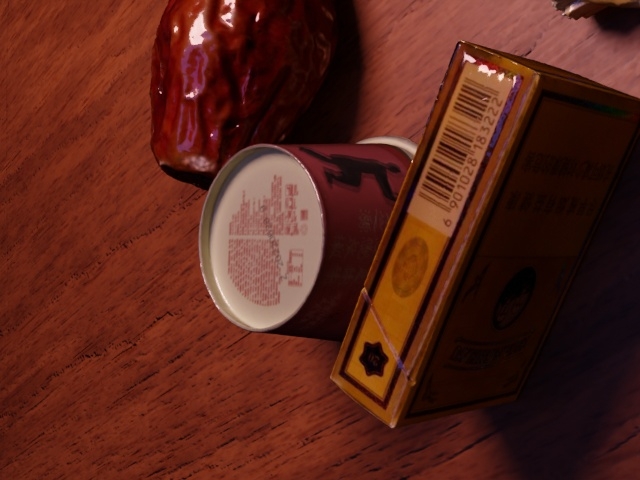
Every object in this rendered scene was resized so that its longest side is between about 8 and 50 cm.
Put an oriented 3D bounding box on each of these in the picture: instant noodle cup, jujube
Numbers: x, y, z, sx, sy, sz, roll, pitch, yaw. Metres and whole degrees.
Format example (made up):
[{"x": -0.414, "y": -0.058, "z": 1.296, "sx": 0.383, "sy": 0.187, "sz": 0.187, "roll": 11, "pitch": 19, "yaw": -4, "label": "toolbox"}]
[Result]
[{"x": 0.000, "y": 0.000, "z": 0.905, "sx": 0.235, "sy": 0.178, "sz": 0.235, "roll": -4, "pitch": 85, "yaw": 45, "label": "instant noodle cup"}, {"x": -0.086, "y": -0.197, "z": 0.978, "sx": 0.197, "sy": 0.197, "sz": 0.290, "roll": 9, "pitch": 79, "yaw": 43, "label": "jujube"}]

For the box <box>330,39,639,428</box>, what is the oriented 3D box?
[{"x": 0.144, "y": 0.001, "z": 0.756, "sx": 0.084, "sy": 0.193, "sz": 0.301, "roll": 34, "pitch": 112, "yaw": 39, "label": "box"}]

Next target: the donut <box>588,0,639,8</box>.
[{"x": 0.244, "y": -0.325, "z": 0.638, "sx": 0.330, "sy": 0.160, "sz": 0.330, "roll": -9, "pitch": 69, "yaw": 26, "label": "donut"}]

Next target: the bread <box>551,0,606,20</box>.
[{"x": 0.233, "y": -0.257, "z": 0.758, "sx": 0.106, "sy": 0.082, "sz": 0.125, "roll": -18, "pitch": 65, "yaw": 28, "label": "bread"}]
